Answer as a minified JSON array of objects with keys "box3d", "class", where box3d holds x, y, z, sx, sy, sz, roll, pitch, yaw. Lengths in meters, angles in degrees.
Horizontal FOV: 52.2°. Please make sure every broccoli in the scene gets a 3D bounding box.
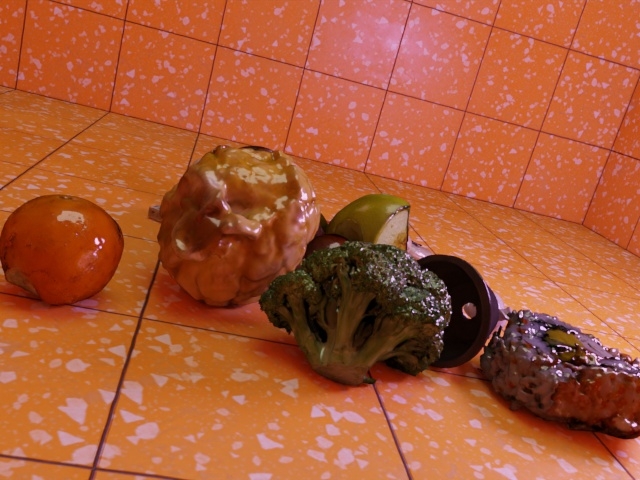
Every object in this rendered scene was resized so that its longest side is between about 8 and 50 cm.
[{"box3d":[0.094,0.146,1.384,0.413,0.321,0.310,29,21,-16],"class":"broccoli"}]

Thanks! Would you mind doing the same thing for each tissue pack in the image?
[{"box3d":[-0.493,-0.086,2.056,0.062,0.042,0.083,20,16,21],"class":"tissue pack"}]

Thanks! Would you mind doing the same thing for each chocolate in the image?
[{"box3d":[0.029,0.069,1.851,0.176,0.177,0.177,14,16,-4],"class":"chocolate"}]

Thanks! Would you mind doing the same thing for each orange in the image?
[{"box3d":[-0.536,0.017,1.353,0.240,0.240,0.240,14,16,-4],"class":"orange"}]

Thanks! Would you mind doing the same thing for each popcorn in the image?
[{"box3d":[-0.198,-0.033,1.561,0.390,0.354,0.344,-18,38,-29],"class":"popcorn"}]

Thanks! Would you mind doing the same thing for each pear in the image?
[{"box3d":[0.123,-0.013,2.015,0.176,0.287,0.281,-22,36,-34],"class":"pear"}]

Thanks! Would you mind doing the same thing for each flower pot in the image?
[{"box3d":[0.325,0.169,1.573,0.166,0.269,0.269,6,17,-46],"class":"flower pot"}]

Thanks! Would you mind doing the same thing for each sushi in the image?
[{"box3d":[0.577,0.296,1.508,0.417,0.176,0.417,13,14,-3],"class":"sushi"}]

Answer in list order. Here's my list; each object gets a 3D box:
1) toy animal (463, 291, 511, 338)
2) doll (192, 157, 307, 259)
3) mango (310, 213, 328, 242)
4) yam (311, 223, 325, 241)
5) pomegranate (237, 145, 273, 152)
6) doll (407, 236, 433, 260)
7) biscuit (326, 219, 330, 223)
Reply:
[{"box3d":[0.448,0.189,1.752,0.131,0.103,0.221,63,6,13],"class":"toy animal"},{"box3d":[-0.191,-0.076,1.906,0.365,0.187,0.376,24,-3,10],"class":"doll"},{"box3d":[-0.088,-0.057,2.110,0.221,0.152,0.120,-10,-8,-12],"class":"mango"},{"box3d":[0.000,0.000,1.945,0.056,0.241,0.057,-15,40,13],"class":"yam"},{"box3d":[-0.184,-0.184,2.247,0.340,0.285,0.285,3,19,-23],"class":"pomegranate"},{"box3d":[0.291,0.012,2.314,0.175,0.149,0.278,-13,-18,35],"class":"doll"},{"box3d":[-0.010,-0.063,2.448,0.240,0.035,0.158,20,19,18],"class":"biscuit"}]
